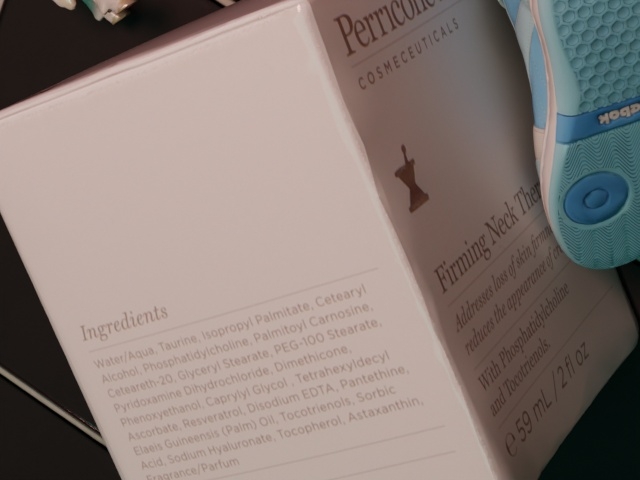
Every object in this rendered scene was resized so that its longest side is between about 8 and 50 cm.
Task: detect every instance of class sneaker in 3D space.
[{"bbox_3d":[0.199,-0.150,1.289,0.127,0.208,0.319,-12,127,-6],"label":"sneaker"}]

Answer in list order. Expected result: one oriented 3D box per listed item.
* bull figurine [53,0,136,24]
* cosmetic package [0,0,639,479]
[{"bbox_3d":[-0.155,-0.315,1.423,0.310,0.101,0.188,-29,97,32],"label":"bull figurine"},{"bbox_3d":[0.000,0.000,1.335,0.327,0.329,0.393,-17,102,32],"label":"cosmetic package"}]
